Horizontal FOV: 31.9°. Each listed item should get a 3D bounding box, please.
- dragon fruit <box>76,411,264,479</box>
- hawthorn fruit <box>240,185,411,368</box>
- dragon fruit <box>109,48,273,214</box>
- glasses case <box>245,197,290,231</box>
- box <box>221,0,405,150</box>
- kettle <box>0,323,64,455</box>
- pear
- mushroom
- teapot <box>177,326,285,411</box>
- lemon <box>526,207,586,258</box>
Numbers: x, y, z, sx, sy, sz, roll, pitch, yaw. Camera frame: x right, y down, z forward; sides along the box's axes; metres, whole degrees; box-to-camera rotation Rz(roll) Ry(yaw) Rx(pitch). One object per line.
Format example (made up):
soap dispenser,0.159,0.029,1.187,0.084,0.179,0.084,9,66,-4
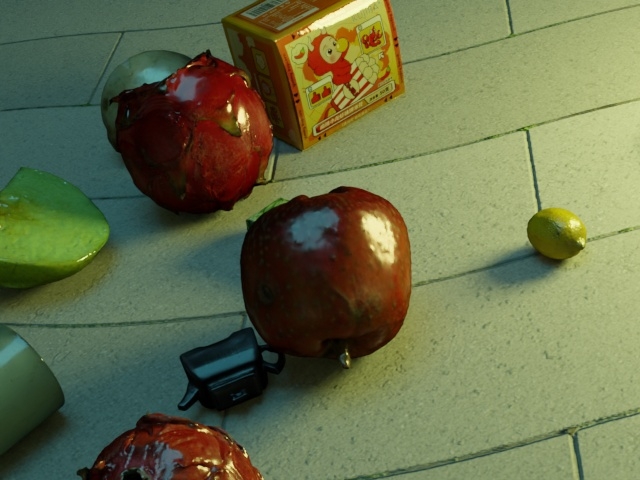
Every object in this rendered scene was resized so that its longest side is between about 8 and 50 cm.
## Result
dragon fruit,-0.176,0.332,1.371,0.241,0.252,0.241,-1,81,7
hawthorn fruit,0.013,0.059,1.670,0.275,0.275,0.299,-13,61,3
dragon fruit,-0.239,-0.200,2.105,0.296,0.301,0.295,-16,30,10
glasses case,0.000,0.000,1.935,0.272,0.062,0.095,20,41,39
box,-0.007,-0.377,2.298,0.283,0.259,0.214,-32,37,-22
kettle,-0.544,0.270,1.694,0.255,0.165,0.240,-43,14,-29
pear,-0.508,0.006,2.063,0.239,0.139,0.288,10,35,9
mushroom,-0.347,-0.283,2.358,0.255,0.255,0.184,-8,-8,10
teapot,-0.134,0.206,1.673,0.177,0.087,0.096,-21,39,-9
lemon,0.380,-0.011,1.791,0.082,0.082,0.111,-31,31,-22
